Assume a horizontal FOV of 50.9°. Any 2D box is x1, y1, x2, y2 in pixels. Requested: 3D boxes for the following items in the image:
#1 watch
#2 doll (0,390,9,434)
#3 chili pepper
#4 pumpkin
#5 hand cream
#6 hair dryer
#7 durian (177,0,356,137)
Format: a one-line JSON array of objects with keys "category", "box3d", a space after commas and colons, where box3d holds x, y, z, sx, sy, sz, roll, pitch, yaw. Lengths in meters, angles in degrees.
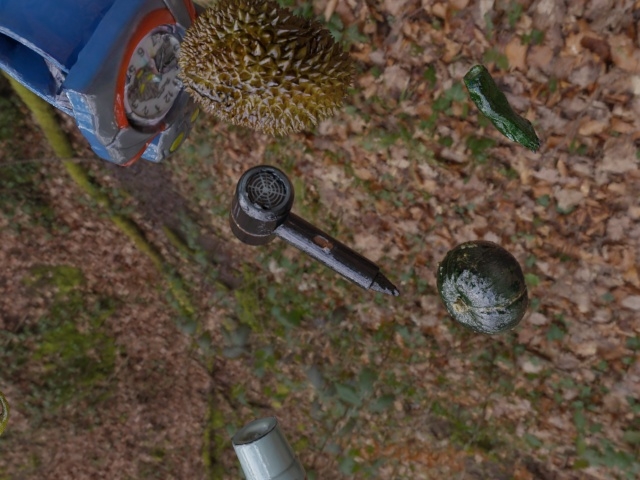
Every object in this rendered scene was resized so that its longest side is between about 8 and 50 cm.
[{"category": "watch", "box3d": [-0.304, -0.247, 0.920, 0.274, 0.241, 0.305, 26, 164, 13]}, {"category": "doll", "box3d": [-0.313, 0.118, 0.542, 0.207, 0.129, 0.081, 18, 135, 41]}, {"category": "chili pepper", "box3d": [0.364, -0.253, 1.344, 0.061, 0.098, 0.224, -34, 123, 26]}, {"category": "pumpkin", "box3d": [0.310, 0.091, 1.295, 0.146, 0.190, 0.190, -11, 175, -28]}, {"category": "hand cream", "box3d": [-0.002, 0.333, 0.670, 0.085, 0.058, 0.331, -3, 110, 68]}, {"category": "hair dryer", "box3d": [0.000, 0.000, 1.212, 0.352, 0.107, 0.189, 30, 161, -2]}, {"category": "durian", "box3d": [-0.059, -0.167, 0.645, 0.158, 0.137, 0.168, 9, -165, 37]}]
